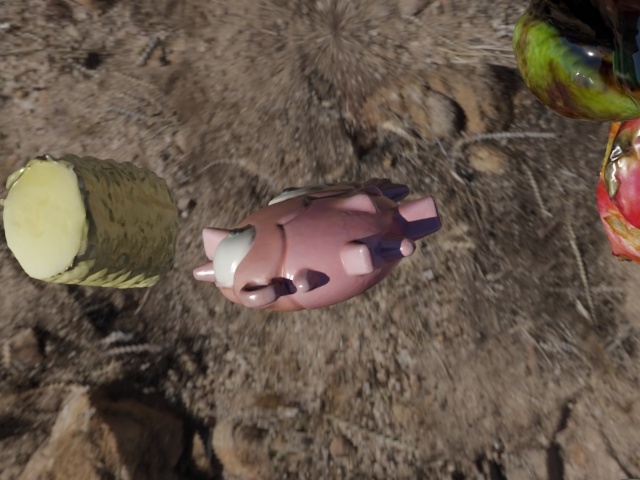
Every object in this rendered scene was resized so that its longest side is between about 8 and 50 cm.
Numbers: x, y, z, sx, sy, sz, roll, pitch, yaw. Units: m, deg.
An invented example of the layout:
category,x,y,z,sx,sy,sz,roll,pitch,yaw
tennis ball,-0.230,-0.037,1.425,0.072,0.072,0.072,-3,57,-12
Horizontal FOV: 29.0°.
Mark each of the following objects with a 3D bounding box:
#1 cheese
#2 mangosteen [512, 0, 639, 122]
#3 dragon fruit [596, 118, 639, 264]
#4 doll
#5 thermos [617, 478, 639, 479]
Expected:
category,x,y,z,sx,sy,sz,roll,pitch,yaw
cheese,-0.212,-0.016,1.161,0.094,0.167,0.123,-9,84,24
mangosteen,0.154,-0.155,0.501,0.243,0.243,0.242,0,100,1
dragon fruit,0.454,-0.073,1.124,0.371,0.249,0.386,-42,135,0
doll,0.000,0.000,1.064,0.211,0.262,0.093,-2,112,35
thermos,0.328,0.392,1.433,0.176,0.265,0.146,-40,72,-22
